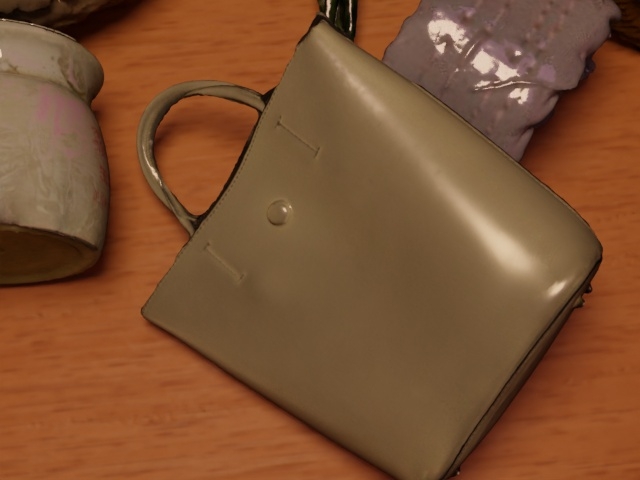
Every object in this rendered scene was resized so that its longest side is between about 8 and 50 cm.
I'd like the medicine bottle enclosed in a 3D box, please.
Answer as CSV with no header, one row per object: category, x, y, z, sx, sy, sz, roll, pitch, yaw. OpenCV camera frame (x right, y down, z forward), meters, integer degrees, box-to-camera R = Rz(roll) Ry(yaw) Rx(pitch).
medicine bottle,-0.212,-0.055,0.701,0.147,0.147,0.143,-3,72,-1

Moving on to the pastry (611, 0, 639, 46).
pastry,0.273,-0.198,0.719,0.189,0.188,0.103,19,74,5

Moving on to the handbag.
handbag,0.000,0.000,0.686,0.315,0.109,0.241,35,105,8

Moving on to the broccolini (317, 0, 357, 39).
broccolini,0.000,-0.158,0.779,0.058,0.074,0.201,9,86,40

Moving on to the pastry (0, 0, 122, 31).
pastry,-0.232,-0.282,0.764,0.330,0.136,0.329,0,75,-2

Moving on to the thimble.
thimble,0.117,-0.123,0.730,0.118,0.127,0.151,37,77,7
